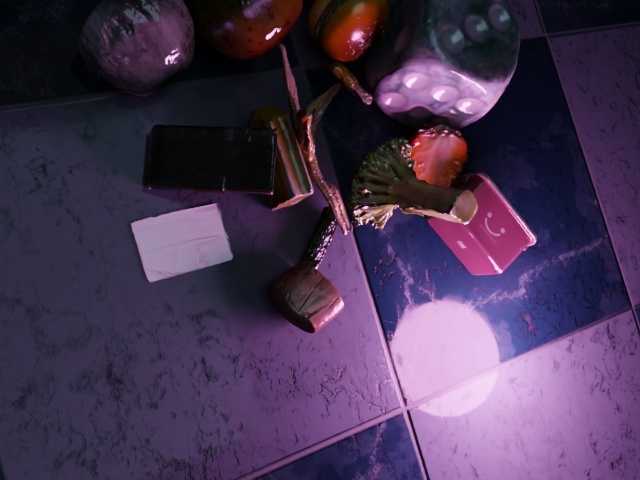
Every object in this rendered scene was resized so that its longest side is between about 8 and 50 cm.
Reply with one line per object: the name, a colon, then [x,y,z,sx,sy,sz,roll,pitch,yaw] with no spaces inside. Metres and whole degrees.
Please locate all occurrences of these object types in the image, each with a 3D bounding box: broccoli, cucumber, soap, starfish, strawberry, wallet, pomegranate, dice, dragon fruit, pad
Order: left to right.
dragon fruit: [-0.414,-0.493,1.642,0.221,0.204,0.283,50,64,-11]
pad: [-0.340,0.002,1.694,0.231,0.004,0.157,-16,87,-28]
wallet: [-0.265,-0.200,1.670,0.316,0.044,0.169,2,83,3]
pomegranate: [-0.214,-0.617,1.710,0.323,0.290,0.291,32,68,-16]
soap: [-0.114,-0.220,1.761,0.080,0.160,0.258,-17,88,-29]
starfish: [-0.007,-0.277,1.769,0.132,0.384,0.398,-7,53,9]
cucumber: [0.001,0.000,1.836,0.058,0.058,0.187,31,69,-18]
broccoli: [0.256,-0.140,1.817,0.252,0.361,0.221,-54,133,-39]
strawberry: [0.326,-0.232,2.016,0.190,0.111,0.237,13,102,-9]
dice: [0.341,-0.536,1.956,0.327,0.330,0.348,20,73,-22]

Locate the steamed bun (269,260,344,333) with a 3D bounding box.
steamed bun: [-0.042,0.152,1.763,0.145,0.106,0.175,-41,85,-22]

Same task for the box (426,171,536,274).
box: [0.464,-0.039,2.008,0.167,0.193,0.294,-45,102,-18]

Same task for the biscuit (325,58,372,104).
biscuit: [0.084,-0.442,1.908,0.174,0.183,0.039,42,100,-12]

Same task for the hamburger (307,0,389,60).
hamburger: [0.092,-0.602,1.887,0.246,0.246,0.170,-25,68,-28]
